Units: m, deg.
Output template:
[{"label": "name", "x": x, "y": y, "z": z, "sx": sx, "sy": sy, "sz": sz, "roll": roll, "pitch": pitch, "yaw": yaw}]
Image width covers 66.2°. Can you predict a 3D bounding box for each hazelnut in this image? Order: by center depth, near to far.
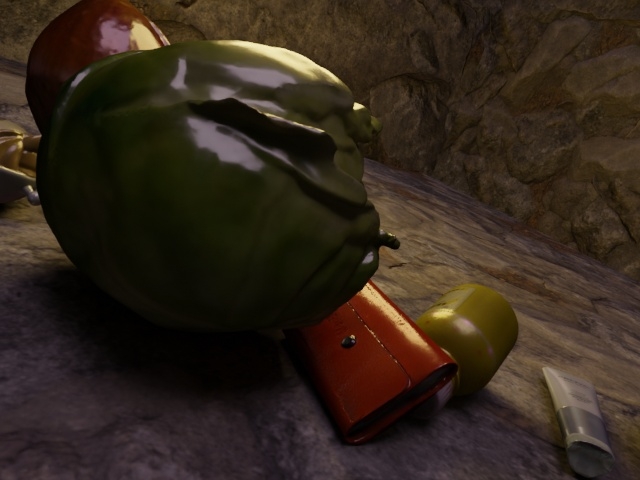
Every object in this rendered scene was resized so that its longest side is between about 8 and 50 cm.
[{"label": "hazelnut", "x": -0.414, "y": -0.305, "z": 1.010, "sx": 0.315, "sy": 0.372, "sz": 0.372, "roll": 1, "pitch": 14, "yaw": 10}]

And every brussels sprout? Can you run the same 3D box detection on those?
[{"label": "brussels sprout", "x": -0.139, "y": -0.075, "z": 0.603, "sx": 0.361, "sy": 0.342, "sz": 0.425, "roll": 18, "pitch": 5, "yaw": -25}]

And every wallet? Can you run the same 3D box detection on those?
[{"label": "wallet", "x": 0.047, "y": 0.127, "z": 0.591, "sx": 0.142, "sy": 0.045, "sz": 0.204, "roll": -30, "pitch": 33, "yaw": -9}]

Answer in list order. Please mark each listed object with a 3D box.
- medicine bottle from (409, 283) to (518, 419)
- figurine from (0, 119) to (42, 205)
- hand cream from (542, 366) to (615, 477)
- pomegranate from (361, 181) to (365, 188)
[{"label": "medicine bottle", "x": 0.171, "y": 0.148, "z": 0.651, "sx": 0.122, "sy": 0.121, "sz": 0.212, "roll": 29, "pitch": 34, "yaw": 28}, {"label": "figurine", "x": -0.539, "y": -0.125, "z": 0.705, "sx": 0.274, "sy": 0.133, "sz": 0.194, "roll": 7, "pitch": -2, "yaw": -21}, {"label": "hand cream", "x": 0.361, "y": 0.242, "z": 0.693, "sx": 0.079, "sy": 0.048, "sz": 0.255, "roll": 24, "pitch": 17, "yaw": 16}, {"label": "pomegranate", "x": 0.000, "y": -0.089, "z": 1.133, "sx": 0.187, "sy": 0.187, "sz": 0.225, "roll": 13, "pitch": -11, "yaw": -21}]
